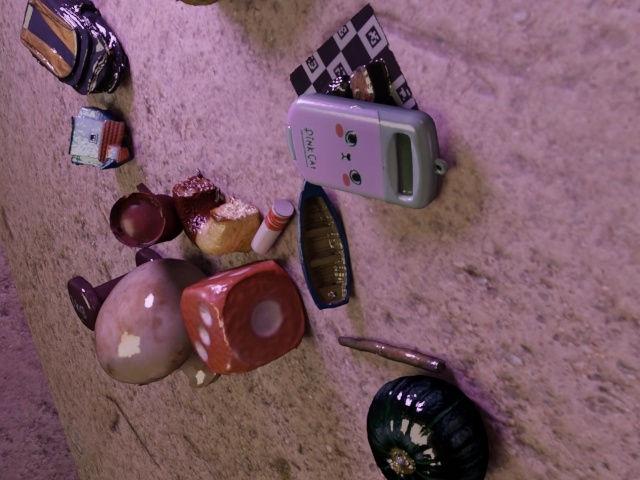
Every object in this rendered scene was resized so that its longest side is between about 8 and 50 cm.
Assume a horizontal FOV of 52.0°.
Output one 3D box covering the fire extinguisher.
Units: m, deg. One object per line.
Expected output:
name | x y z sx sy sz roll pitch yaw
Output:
fire extinguisher | -0.353 -0.062 1.359 0.147 0.106 0.337 54 179 -5

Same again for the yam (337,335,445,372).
yam | 0.104 0.179 1.054 0.234 0.029 0.027 4 140 51

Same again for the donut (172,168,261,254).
donut | -0.208 -0.037 1.281 0.217 0.085 0.141 26 128 41

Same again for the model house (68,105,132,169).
model house | -0.490 -0.227 1.532 0.149 0.119 0.148 18 101 18

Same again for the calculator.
calculator | 0.059 -0.122 0.886 0.246 0.045 0.141 17 133 29

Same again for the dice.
dice | -0.148 0.138 1.229 0.179 0.175 0.174 -1 108 56

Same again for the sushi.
sushi | 0.027 -0.193 0.928 0.215 0.050 0.192 -27 87 54

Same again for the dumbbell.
dumbbell | -0.483 0.115 1.590 0.140 0.225 0.124 24 129 42

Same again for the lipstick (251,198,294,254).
lipstick | -0.087 -0.023 1.176 0.038 0.038 0.131 55 142 15

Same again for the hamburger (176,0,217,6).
hamburger | -0.165 -0.469 0.954 0.211 0.132 0.309 55 141 19

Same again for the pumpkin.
pumpkin | 0.153 0.295 0.965 0.202 0.140 0.202 31 134 38

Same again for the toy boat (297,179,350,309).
toy boat | 0.000 0.000 1.062 0.046 0.080 0.229 -113 10 -74

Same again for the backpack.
backpack | -0.530 -0.427 1.447 0.258 0.133 0.206 46 131 17

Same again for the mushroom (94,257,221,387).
mushroom | -0.334 0.197 1.445 0.290 0.297 0.297 42 153 -27
